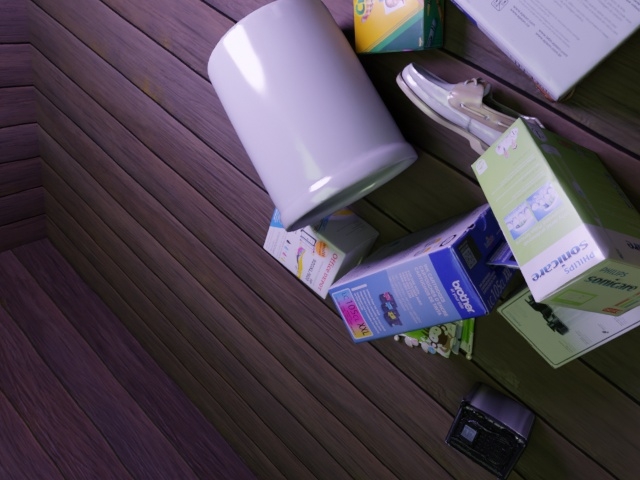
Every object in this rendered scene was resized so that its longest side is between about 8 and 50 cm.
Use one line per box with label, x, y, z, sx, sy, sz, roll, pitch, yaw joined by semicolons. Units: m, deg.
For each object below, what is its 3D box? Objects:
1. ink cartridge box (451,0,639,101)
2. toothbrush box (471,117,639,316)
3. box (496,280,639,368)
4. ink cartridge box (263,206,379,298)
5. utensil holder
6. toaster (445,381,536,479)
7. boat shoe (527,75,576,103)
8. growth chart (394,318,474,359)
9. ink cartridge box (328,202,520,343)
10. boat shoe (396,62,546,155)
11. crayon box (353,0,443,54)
ink cartridge box;0.390;-0.452;0.682;0.330;0.071;0.324;-44;80;24
toothbrush box;0.400;-0.038;0.715;0.122;0.206;0.284;-52;37;41
box;0.513;0.106;0.859;0.169;0.087;0.290;46;132;13
ink cartridge box;0.000;0.000;1.184;0.232;0.168;0.171;38;130;19
utensil holder;-0.025;-0.262;0.969;0.327;0.327;0.386;-32;87;44
toaster;0.419;0.465;1.098;0.168;0.110;0.186;26;126;28
boat shoe;0.385;-0.321;0.777;0.064;0.060;0.178;-33;88;44
growth chart;0.291;0.227;1.153;0.237;0.021;0.172;8;115;40
ink cartridge box;0.246;0.061;0.936;0.395;0.270;0.151;-28;93;45
boat shoe;0.291;-0.263;0.859;0.302;0.113;0.103;38;130;6
crayon box;0.149;-0.517;0.858;0.165;0.081;0.279;16;121;40
